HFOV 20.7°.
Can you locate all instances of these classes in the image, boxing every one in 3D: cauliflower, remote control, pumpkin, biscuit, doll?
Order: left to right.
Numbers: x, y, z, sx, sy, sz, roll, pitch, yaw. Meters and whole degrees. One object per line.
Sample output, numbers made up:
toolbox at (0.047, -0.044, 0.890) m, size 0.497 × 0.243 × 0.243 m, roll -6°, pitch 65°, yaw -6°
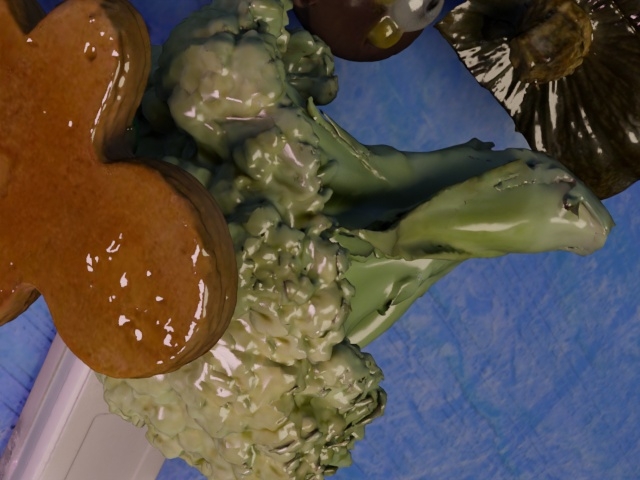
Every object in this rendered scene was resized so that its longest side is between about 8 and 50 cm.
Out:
biscuit at (-0.149, -0.048, 0.881) m, size 0.049 × 0.301 × 0.197 m, roll -13°, pitch 139°, yaw -52°
remote control at (-0.128, 0.075, 1.186) m, size 0.103 × 0.055 × 0.277 m, roll 4°, pitch 124°, yaw -40°
cauliflower at (-0.022, -0.007, 1.003) m, size 0.281 × 0.260 × 0.327 m, roll -28°, pitch 151°, yaw -37°
doll at (0.053, -0.190, 1.064) m, size 0.188 × 0.096 × 0.145 m, roll -43°, pitch 148°, yaw -13°
pumpkin at (0.184, -0.110, 1.153) m, size 0.131 × 0.126 × 0.248 m, roll -31°, pitch 157°, yaw 23°
